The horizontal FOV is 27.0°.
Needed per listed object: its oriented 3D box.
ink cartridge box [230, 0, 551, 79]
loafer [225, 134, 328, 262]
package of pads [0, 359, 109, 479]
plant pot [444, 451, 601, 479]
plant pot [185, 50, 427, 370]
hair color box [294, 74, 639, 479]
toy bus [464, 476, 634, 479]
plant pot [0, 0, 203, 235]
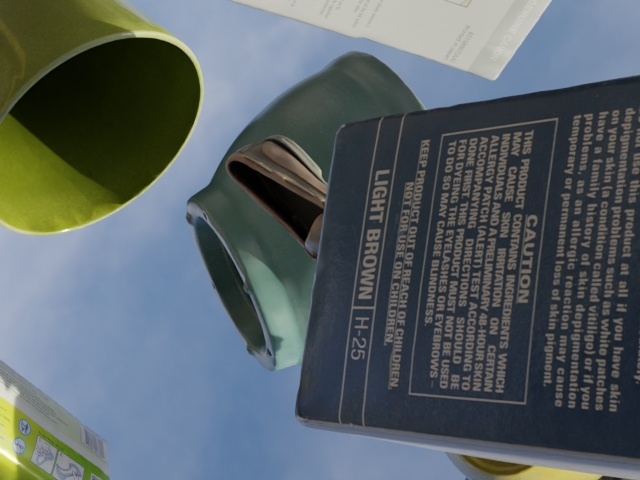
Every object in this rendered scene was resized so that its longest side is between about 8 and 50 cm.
[{"bbox_3d":[0.072,-0.248,0.917,0.275,0.238,0.060,123,-24,-49],"label":"ink cartridge box"},{"bbox_3d":[-0.003,-0.010,0.720,0.125,0.039,0.045,43,-51,27],"label":"loafer"},{"bbox_3d":[-0.351,0.189,1.070,0.296,0.229,0.101,-27,-140,20],"label":"package of pads"},{"bbox_3d":[0.124,0.107,0.845,0.134,0.095,0.134,1,-87,22],"label":"plant pot"},{"bbox_3d":[0.000,0.000,1.208,0.196,0.293,0.293,-25,-140,-15],"label":"plant pot"},{"bbox_3d":[0.168,0.021,0.341,0.347,0.174,0.105,-2,-103,52],"label":"hair color box"},{"bbox_3d":[0.193,0.210,1.034,0.220,0.149,0.211,-55,-148,17],"label":"toy bus"},{"bbox_3d":[-0.323,-0.205,1.470,0.275,0.275,0.293,-42,-117,1],"label":"plant pot"}]
